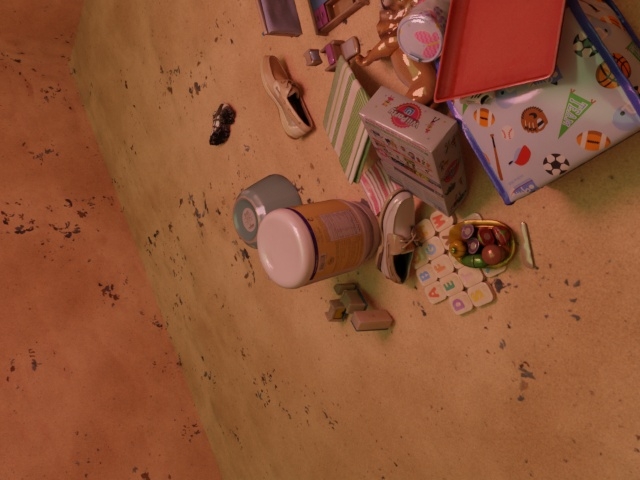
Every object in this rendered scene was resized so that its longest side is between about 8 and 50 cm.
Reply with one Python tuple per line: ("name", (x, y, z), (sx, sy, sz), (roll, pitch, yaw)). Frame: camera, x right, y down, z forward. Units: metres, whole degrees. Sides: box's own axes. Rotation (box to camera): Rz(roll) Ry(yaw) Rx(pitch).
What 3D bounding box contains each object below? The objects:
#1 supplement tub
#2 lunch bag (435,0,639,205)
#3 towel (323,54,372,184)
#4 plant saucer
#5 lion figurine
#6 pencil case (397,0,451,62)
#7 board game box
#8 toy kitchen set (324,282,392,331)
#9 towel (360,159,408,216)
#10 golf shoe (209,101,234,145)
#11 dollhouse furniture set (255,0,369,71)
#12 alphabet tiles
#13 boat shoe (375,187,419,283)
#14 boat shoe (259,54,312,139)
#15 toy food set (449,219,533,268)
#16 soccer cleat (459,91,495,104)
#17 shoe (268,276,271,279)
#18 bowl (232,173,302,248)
("supplement tub", (0.000, 0.000, 1.527), (0.241, 0.331, 0.241), (16, 112, 45))
("lunch bag", (0.448, -0.328, 1.007), (0.328, 0.238, 0.386), (-40, 77, 48))
("towel", (0.083, -0.352, 1.446), (0.325, 0.038, 0.248), (-110, 26, -43))
("plant saucer", (0.339, -0.392, 0.914), (0.258, 0.047, 0.259), (6, 86, 56))
("lion figurine", (0.236, -0.461, 1.308), (0.240, 0.142, 0.392), (-21, 98, 42))
("pencil case", (0.280, -0.522, 1.116), (0.113, 0.273, 0.124), (37, 155, 0))
("board game box", (0.241, -0.212, 1.228), (0.224, 0.303, 0.097), (38, 84, 32))
("toy kitchen set", (0.120, 0.257, 1.656), (0.207, 0.122, 0.166), (-119, 38, -48))
("towel", (0.195, -0.175, 1.489), (0.197, 0.029, 0.144), (-36, 73, 47))
("golf shoe", (-0.419, -0.488, 2.078), (0.198, 0.077, 0.094), (-53, 50, 35))
("dollhouse furniture set", (-0.036, -0.659, 1.409), (0.198, 0.303, 0.287), (-15, 89, 50))
("alphabet tiles", (0.364, 0.056, 1.367), (0.278, 0.021, 0.284), (-37, 73, 47))
("boat shoe", (0.231, -0.006, 1.411), (0.103, 0.113, 0.302), (48, 150, 41))
("boat shoe", (-0.111, -0.502, 1.694), (0.098, 0.109, 0.303), (-21, 90, 44))
("toy food set", (0.411, 0.013, 1.245), (0.217, 0.071, 0.128), (0, 98, 42))
("soccer cleat", (0.312, -0.285, 0.989), (0.083, 0.029, 0.036), (-12, 73, 52))
("shoe", (-0.148, 0.101, 1.933), (0.178, 0.063, 0.081), (-20, 84, 44))
("bowl", (-0.220, -0.090, 1.884), (0.311, 0.163, 0.312), (17, 113, 46))
